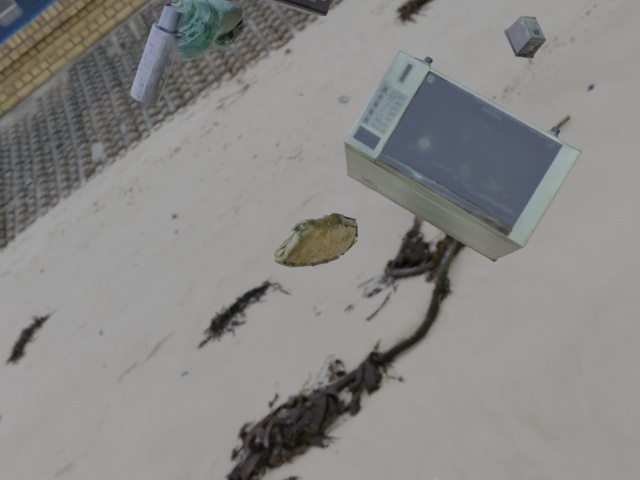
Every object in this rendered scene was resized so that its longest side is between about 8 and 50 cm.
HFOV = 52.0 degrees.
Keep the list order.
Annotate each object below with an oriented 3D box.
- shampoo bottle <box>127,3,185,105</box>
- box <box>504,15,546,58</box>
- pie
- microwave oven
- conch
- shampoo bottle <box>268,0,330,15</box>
[{"bbox_3d":[-0.346,-0.397,1.409,0.072,0.072,0.214,-100,34,-61],"label":"shampoo bottle"},{"bbox_3d":[0.491,-0.489,1.571,0.063,0.060,0.085,127,134,-55],"label":"box"},{"bbox_3d":[0.000,0.000,1.381,0.129,0.068,0.282,-52,-21,19],"label":"pie"},{"bbox_3d":[0.277,-0.172,1.351,0.247,0.394,0.333,-58,-6,-3],"label":"microwave oven"},{"bbox_3d":[-0.293,-0.524,1.590,0.196,0.134,0.202,-52,-1,5],"label":"conch"},{"bbox_3d":[-0.105,-0.513,1.255,0.071,0.309,0.098,23,107,43],"label":"shampoo bottle"}]
